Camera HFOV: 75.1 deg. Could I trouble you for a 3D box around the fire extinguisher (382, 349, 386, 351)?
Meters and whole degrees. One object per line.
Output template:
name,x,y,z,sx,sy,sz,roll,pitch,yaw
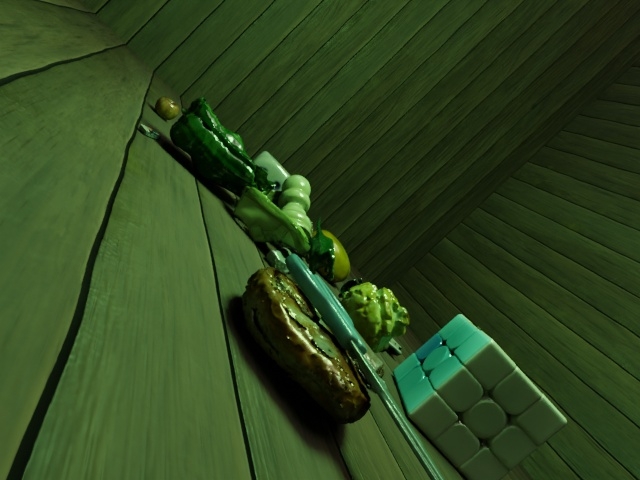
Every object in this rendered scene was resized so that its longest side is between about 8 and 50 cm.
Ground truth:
fire extinguisher,0.215,0.365,1.501,0.046,0.032,0.100,32,17,-28

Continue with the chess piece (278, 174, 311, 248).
chess piece,-0.093,-0.114,1.427,0.144,0.144,0.251,43,39,-41

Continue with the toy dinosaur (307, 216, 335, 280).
toy dinosaur,0.000,0.000,1.210,0.301,0.087,0.447,88,-4,-45

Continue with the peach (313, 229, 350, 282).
peach,0.033,0.068,1.763,0.251,0.153,0.251,57,13,-20

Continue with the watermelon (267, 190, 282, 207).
watermelon,-0.197,-0.137,1.486,0.087,0.163,0.069,-165,-114,-80

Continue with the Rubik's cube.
Rubik's cube,0.415,0.429,1.159,0.291,0.290,0.292,47,5,-2

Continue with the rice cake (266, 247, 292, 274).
rice cake,-0.104,0.056,1.188,0.080,0.042,0.222,48,5,2

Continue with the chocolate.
chocolate,0.048,0.217,1.040,0.329,0.065,0.102,50,5,20

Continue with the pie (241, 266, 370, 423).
pie,-0.026,0.162,0.684,0.308,0.085,0.308,47,4,-4

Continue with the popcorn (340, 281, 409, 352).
popcorn,0.147,0.223,1.218,0.204,0.183,0.221,61,-5,16

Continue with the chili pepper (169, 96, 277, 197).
chili pepper,-0.286,-0.235,1.254,0.385,0.167,0.213,46,8,-32

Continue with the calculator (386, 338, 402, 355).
calculator,0.214,0.343,1.634,0.268,0.040,0.177,47,4,13

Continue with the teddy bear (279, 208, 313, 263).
teddy bear,-0.088,-0.033,1.544,0.251,0.129,0.182,43,-6,-24

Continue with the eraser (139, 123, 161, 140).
eraser,-0.449,-0.286,1.104,0.027,0.019,0.099,47,5,1

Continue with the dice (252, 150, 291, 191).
dice,-0.216,-0.220,1.620,0.194,0.192,0.193,44,6,-13

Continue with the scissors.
scissors,0.066,0.184,0.622,0.192,0.029,0.447,51,1,-44

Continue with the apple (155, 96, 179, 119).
apple,-0.548,-0.468,1.481,0.084,0.071,0.084,41,12,-10

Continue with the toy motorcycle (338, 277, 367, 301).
toy motorcycle,0.151,0.236,1.489,0.187,0.125,0.275,50,6,-9

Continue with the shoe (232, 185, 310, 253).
shoe,-0.139,-0.048,1.199,0.262,0.128,0.140,45,15,6
